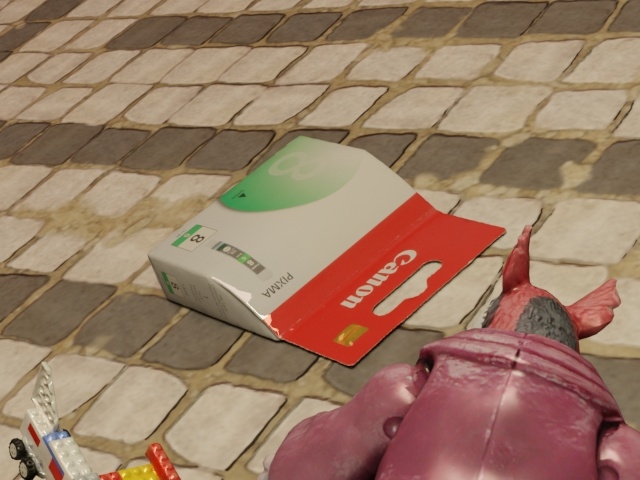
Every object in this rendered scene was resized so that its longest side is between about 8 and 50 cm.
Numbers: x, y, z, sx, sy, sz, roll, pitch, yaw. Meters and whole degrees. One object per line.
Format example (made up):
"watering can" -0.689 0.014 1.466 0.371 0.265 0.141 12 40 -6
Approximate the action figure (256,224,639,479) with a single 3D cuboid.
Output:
"action figure" 0.038 0.146 0.529 0.248 0.276 0.370 9 66 20

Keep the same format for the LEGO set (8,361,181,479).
"LEGO set" -0.095 0.169 0.669 0.244 0.060 0.182 23 34 -6

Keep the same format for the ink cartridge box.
"ink cartridge box" 0.000 0.000 1.029 0.181 0.056 0.224 -39 32 -28
